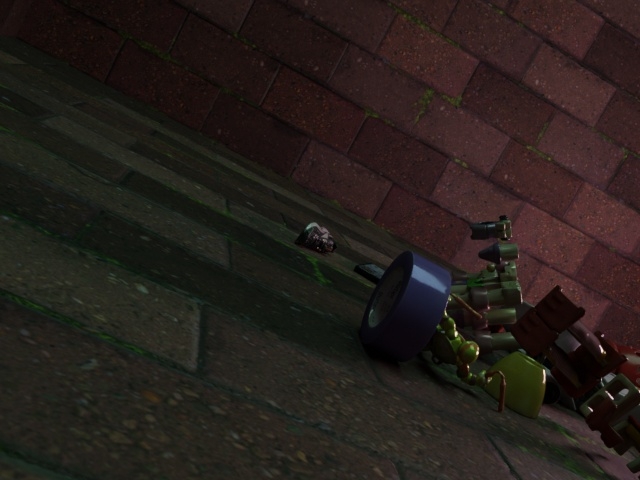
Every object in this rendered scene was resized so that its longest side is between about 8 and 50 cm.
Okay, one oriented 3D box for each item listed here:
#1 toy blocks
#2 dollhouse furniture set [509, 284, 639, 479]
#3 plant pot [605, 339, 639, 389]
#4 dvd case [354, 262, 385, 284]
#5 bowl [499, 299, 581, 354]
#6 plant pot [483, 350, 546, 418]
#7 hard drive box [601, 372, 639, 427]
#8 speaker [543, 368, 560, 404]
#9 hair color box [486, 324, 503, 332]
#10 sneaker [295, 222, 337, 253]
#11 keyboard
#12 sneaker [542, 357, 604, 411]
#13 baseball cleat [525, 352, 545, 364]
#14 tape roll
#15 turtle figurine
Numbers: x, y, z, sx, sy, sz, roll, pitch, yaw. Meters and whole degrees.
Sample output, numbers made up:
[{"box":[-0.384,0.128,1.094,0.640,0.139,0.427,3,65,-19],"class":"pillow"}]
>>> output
[{"box":[0.370,0.113,1.755,0.260,0.308,0.288,-5,8,12],"class":"toy blocks"},{"box":[0.577,0.286,1.413,0.201,0.152,0.374,42,11,-27],"class":"dollhouse furniture set"},{"box":[0.870,0.392,1.987,0.174,0.191,0.191,24,8,-1],"class":"plant pot"},{"box":[0.226,0.138,1.960,0.253,0.022,0.180,31,9,15],"class":"dvd case"},{"box":[0.671,0.284,2.125,0.298,0.134,0.298,29,3,-2],"class":"bowl"},{"box":[0.407,0.285,1.397,0.134,0.095,0.134,29,8,-4],"class":"plant pot"},{"box":[0.793,0.432,1.788,0.181,0.089,0.232,29,11,0],"class":"hard drive box"},{"box":[0.529,0.341,1.604,0.055,0.055,0.136,30,9,9],"class":"speaker"},{"box":[0.549,0.260,2.215,0.072,0.043,0.141,34,9,32],"class":"hair color box"},{"box":[0.000,0.000,1.895,0.077,0.072,0.178,43,18,20],"class":"sneaker"},{"box":[0.561,0.341,1.742,0.256,0.014,0.072,-135,-155,-63],"class":"keyboard"},{"box":[0.669,0.371,1.751,0.124,0.107,0.283,32,7,-20],"class":"sneaker"},{"box":[0.531,0.269,1.683,0.072,0.109,0.206,20,-23,25],"class":"baseball cleat"},{"box":[0.152,0.118,1.235,0.080,0.189,0.189,28,8,-10],"class":"tape roll"},{"box":[0.242,0.203,1.299,0.269,0.087,0.217,61,-15,-18],"class":"turtle figurine"}]
